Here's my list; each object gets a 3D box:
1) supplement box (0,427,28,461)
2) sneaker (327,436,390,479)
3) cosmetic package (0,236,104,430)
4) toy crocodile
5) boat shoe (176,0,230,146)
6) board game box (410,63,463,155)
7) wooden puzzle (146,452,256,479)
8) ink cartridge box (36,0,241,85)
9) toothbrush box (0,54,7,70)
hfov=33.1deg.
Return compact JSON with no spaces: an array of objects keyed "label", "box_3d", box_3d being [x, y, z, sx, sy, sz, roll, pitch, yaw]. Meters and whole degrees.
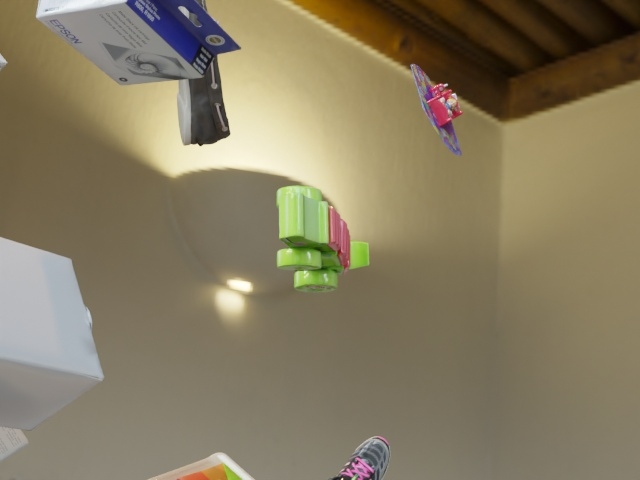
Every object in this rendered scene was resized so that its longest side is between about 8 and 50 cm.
[{"label":"supplement box","box_3d":[-0.517,0.289,1.449,0.111,0.114,0.220,-35,-1,22]},{"label":"sneaker","box_3d":[0.049,0.379,1.681,0.063,0.170,0.075,40,-6,13]},{"label":"cosmetic package","box_3d":[-0.456,0.093,1.289,0.155,0.197,0.365,-35,-33,21]},{"label":"toy crocodile","box_3d":[0.000,0.000,1.578,0.105,0.115,0.340,-3,-16,10]},{"label":"boat shoe","box_3d":[-0.211,-0.325,1.953,0.095,0.112,0.335,-8,-52,-16]},{"label":"board game box","box_3d":[0.200,-0.220,1.745,0.033,0.169,0.133,-28,-41,20]},{"label":"wooden puzzle","box_3d":[-0.142,0.425,1.694,0.221,0.044,0.238,38,17,18]},{"label":"ink cartridge box","box_3d":[-0.267,-0.307,1.608,0.224,0.045,0.223,-4,-22,26]},{"label":"toothbrush box","box_3d":[-0.790,-0.390,2.086,0.126,0.216,0.295,-43,-11,16]}]
